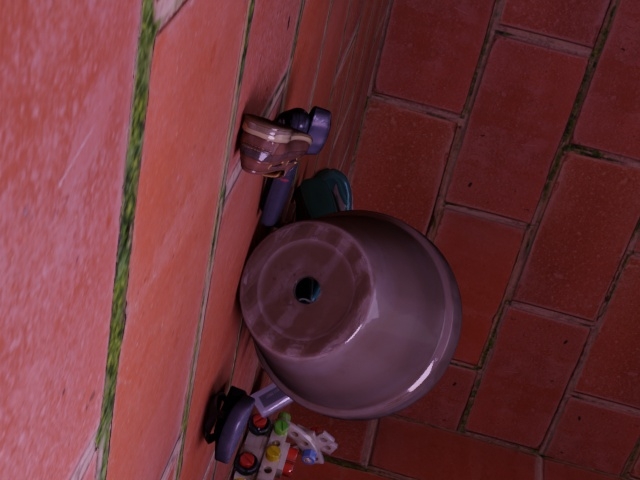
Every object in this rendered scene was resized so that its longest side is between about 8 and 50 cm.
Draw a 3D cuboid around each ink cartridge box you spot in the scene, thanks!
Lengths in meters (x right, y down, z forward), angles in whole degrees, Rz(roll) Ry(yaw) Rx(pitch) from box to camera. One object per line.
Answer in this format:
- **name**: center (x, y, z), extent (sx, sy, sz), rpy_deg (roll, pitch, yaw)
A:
- **ink cartridge box**: center (-0.046, 0.300, 2.236), extent (0.189, 0.066, 0.232), rpy_deg (-30, 167, -6)

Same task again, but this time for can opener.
- **can opener**: center (-0.044, -0.093, 1.405), extent (0.059, 0.073, 0.186), rpy_deg (-85, -164, -56)

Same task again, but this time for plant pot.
- **plant pot**: center (0.022, 0.091, 1.555), extent (0.280, 0.323, 0.323), rpy_deg (36, 68, -70)

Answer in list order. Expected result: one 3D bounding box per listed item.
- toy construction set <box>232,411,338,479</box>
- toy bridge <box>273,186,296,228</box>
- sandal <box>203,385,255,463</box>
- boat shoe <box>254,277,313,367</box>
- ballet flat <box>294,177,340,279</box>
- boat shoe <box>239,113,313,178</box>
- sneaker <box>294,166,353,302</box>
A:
- **toy construction set**: center (-0.066, 0.471, 2.237), extent (0.328, 0.215, 0.151), rpy_deg (-70, 174, -60)
- **toy bridge**: center (-0.058, -0.053, 1.618), extent (0.188, 0.026, 0.063), rpy_deg (92, 15, -75)
- **sandal**: center (-0.138, 0.252, 1.522), extent (0.254, 0.054, 0.097), rpy_deg (151, -38, -81)
- **boat shoe**: center (-0.054, 0.113, 1.847), extent (0.254, 0.095, 0.079), rpy_deg (-75, 178, -45)
- **ballet flat**: center (0.007, 0.005, 1.851), extent (0.280, 0.095, 0.096), rpy_deg (-99, -166, -53)
- **boat shoe**: center (-0.054, -0.099, 1.183), extent (0.178, 0.064, 0.060), rpy_deg (-17, 127, -79)
- **sneaker**: center (0.000, 0.000, 2.012), extent (0.110, 0.107, 0.275), rpy_deg (-175, -80, -82)
